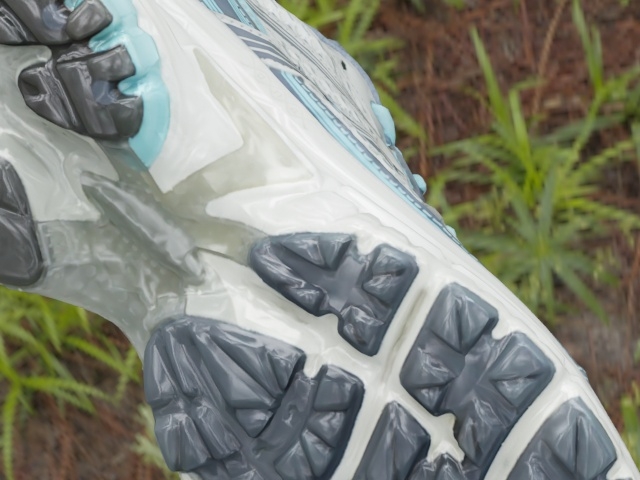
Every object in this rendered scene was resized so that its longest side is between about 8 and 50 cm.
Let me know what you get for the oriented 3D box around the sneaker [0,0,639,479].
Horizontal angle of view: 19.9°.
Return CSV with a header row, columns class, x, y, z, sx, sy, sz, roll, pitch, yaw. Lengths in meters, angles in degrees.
class,x,y,z,sx,sy,sz,roll,pitch,yaw
sneaker,0.000,0.000,0.481,0.283,0.122,0.110,48,121,-2
